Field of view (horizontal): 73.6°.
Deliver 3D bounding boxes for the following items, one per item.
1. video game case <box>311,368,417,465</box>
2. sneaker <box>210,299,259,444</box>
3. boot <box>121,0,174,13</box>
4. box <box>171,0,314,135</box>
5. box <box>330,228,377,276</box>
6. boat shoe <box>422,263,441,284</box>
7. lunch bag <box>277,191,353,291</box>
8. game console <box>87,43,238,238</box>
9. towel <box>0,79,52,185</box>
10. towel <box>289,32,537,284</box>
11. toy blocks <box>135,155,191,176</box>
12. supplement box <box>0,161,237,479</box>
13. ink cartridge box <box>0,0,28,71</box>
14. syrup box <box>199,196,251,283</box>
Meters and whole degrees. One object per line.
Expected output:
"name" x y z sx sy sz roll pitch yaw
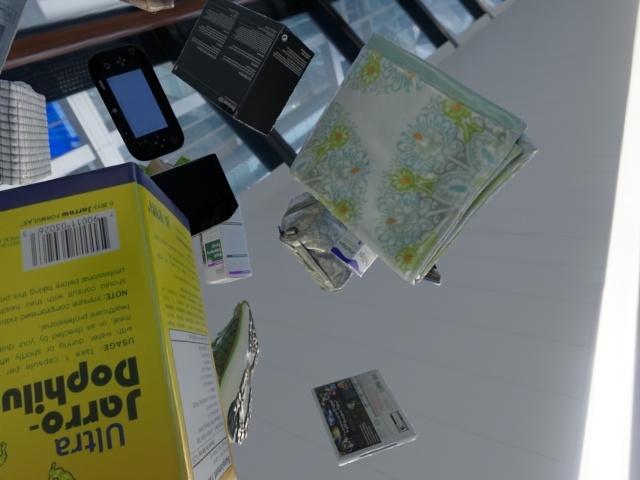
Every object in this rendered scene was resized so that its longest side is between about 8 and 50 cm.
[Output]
"video game case" 0.088 0.376 0.935 0.173 0.022 0.190 -12 -148 -14
"sneaker" -0.254 0.292 1.044 0.181 0.158 0.410 -2 -150 0
"boot" -0.275 -0.414 0.684 0.086 0.119 0.042 -2 162 -13
"box" -0.164 -0.354 0.856 0.261 0.103 0.184 41 -78 34
"box" 0.114 0.016 1.208 0.072 0.126 0.137 39 -92 31
"boat shoe" 0.268 0.057 1.124 0.066 0.066 0.183 17 -166 -19
"lunch bag" 0.000 0.000 1.483 0.212 0.305 0.256 -19 -144 27
"game console" -0.312 -0.169 0.786 0.213 0.362 0.044 -30 -167 -30
"towel" -0.749 -0.261 1.028 0.121 0.235 0.283 -1 -165 -21
"towel" 0.138 -0.152 0.782 0.374 0.321 0.090 45 -161 25
"toy blocks" -0.475 -0.149 1.582 0.191 0.381 0.261 -47 -114 11
"supplement box" -0.236 0.130 0.469 0.195 0.357 0.194 -14 165 -5
"ink cartridge box" -0.439 -0.275 0.544 0.238 0.060 0.275 -10 -113 40
"syrup box" -0.277 -0.001 1.219 0.093 0.237 0.096 -16 170 35
